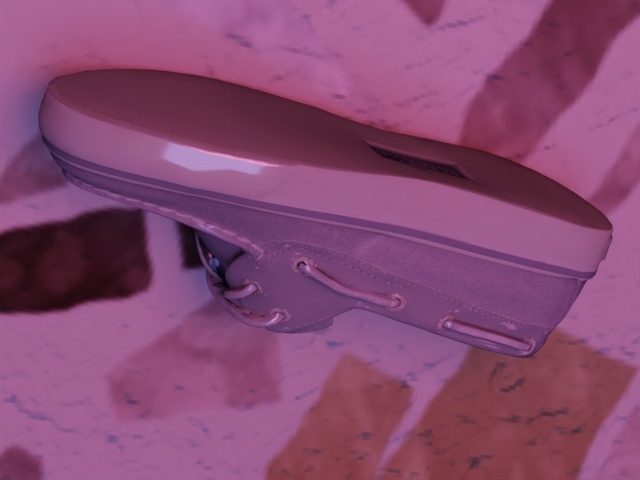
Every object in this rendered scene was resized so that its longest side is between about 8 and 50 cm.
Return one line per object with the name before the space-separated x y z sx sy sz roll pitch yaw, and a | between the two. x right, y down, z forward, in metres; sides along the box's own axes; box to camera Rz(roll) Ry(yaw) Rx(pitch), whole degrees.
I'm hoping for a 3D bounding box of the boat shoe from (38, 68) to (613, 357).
boat shoe | 0.000 0.000 0.698 0.227 0.079 0.081 13 110 -25
